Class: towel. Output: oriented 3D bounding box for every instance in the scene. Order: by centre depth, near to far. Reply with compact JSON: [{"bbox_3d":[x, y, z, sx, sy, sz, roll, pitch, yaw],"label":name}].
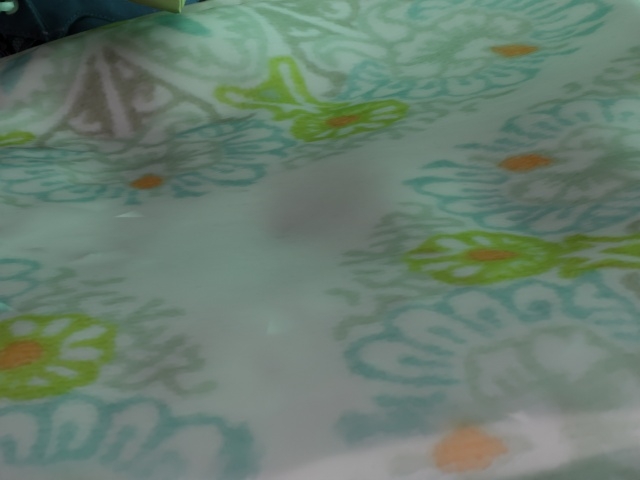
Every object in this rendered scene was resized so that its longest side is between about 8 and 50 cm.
[{"bbox_3d":[0.000,0.000,0.623,0.320,0.090,0.374,-13,25,-6],"label":"towel"}]

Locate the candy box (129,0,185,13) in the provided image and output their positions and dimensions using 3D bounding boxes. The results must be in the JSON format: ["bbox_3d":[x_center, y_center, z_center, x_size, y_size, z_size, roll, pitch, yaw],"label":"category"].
[{"bbox_3d":[-0.099,-0.264,0.712,0.182,0.087,0.317,15,82,-2],"label":"candy box"}]

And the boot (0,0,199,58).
[{"bbox_3d":[-0.142,-0.119,0.800,0.190,0.069,0.086,13,57,-8],"label":"boot"}]
